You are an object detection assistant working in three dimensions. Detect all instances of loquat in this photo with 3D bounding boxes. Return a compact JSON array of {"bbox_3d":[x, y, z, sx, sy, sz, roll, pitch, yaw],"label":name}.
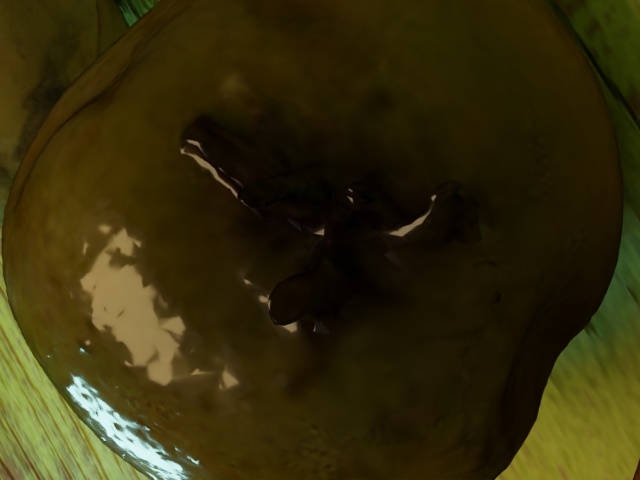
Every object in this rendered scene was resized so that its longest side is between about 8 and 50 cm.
[{"bbox_3d":[0.005,-0.002,0.590,0.213,0.213,0.213,28,128,42],"label":"loquat"}]

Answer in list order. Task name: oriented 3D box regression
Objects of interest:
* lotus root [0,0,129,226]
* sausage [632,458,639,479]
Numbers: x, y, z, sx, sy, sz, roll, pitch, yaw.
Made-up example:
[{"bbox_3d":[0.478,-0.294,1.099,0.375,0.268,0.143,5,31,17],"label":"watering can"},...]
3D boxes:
[{"bbox_3d":[-0.214,-0.142,0.821,0.343,0.151,0.169,46,174,26],"label":"lotus root"},{"bbox_3d":[0.150,0.055,0.524,0.093,0.093,0.312,40,135,33],"label":"sausage"}]
